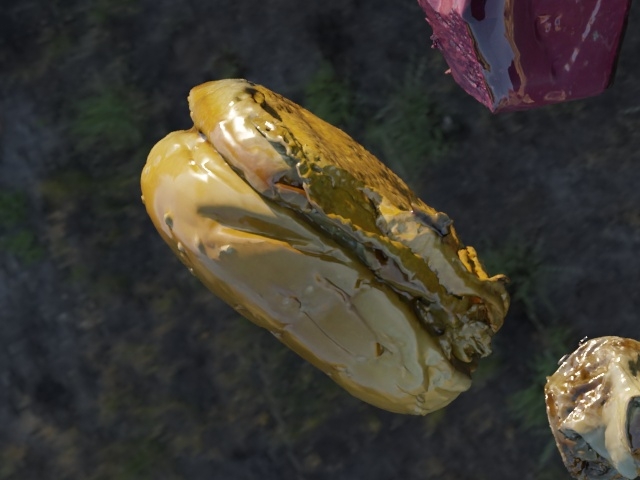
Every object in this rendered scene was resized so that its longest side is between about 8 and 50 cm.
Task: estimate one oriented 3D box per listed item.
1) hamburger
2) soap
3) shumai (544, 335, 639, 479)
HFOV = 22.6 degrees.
[{"bbox_3d":[0.000,0.000,1.224,0.319,0.318,0.158,38,92,23],"label":"hamburger"},{"bbox_3d":[0.203,-0.286,1.524,0.127,0.220,0.324,36,130,44],"label":"soap"},{"bbox_3d":[0.276,0.161,1.463,0.146,0.116,0.145,0,97,1],"label":"shumai"}]
